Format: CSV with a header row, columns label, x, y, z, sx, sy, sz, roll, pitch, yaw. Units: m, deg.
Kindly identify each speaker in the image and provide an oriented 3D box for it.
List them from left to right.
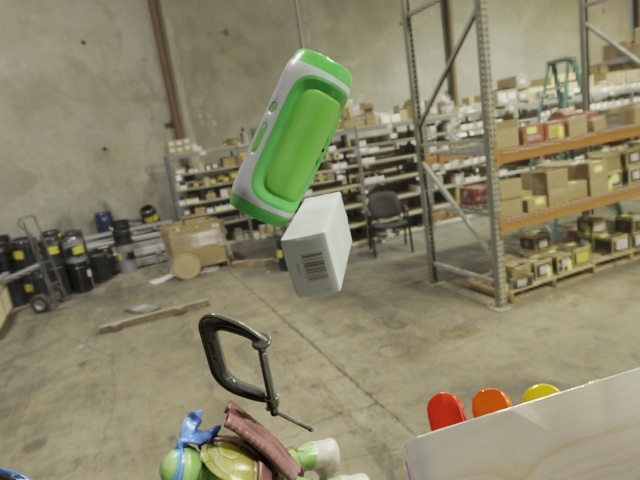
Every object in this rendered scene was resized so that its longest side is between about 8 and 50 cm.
label,x,y,z,sx,sy,sz,roll,pitch,yaw
speaker,-0.054,-0.179,0.869,0.131,0.297,0.131,25,7,-4

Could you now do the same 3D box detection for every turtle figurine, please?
label,x,y,z,sx,sy,sz,roll,pitch,yaw
turtle figurine,-0.085,0.355,0.620,0.266,0.275,0.198,10,-27,-30

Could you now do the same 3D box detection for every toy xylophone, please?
label,x,y,z,sx,sy,sz,roll,pitch,yaw
toy xylophone,0.210,0.229,0.405,0.322,0.236,0.081,-22,-34,31

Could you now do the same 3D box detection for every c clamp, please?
label,x,y,z,sx,sy,sz,roll,pitch,yaw
c clamp,-0.078,0.150,0.568,0.137,0.161,0.022,8,37,26

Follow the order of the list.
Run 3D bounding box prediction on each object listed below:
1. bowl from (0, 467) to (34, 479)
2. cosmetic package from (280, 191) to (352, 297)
label,x,y,z,sx,sy,sz,roll,pitch,yaw
bowl,-0.438,0.329,0.436,0.391,0.077,0.391,8,4,-1
cosmetic package,0.000,0.000,0.910,0.085,0.117,0.231,-10,19,12
